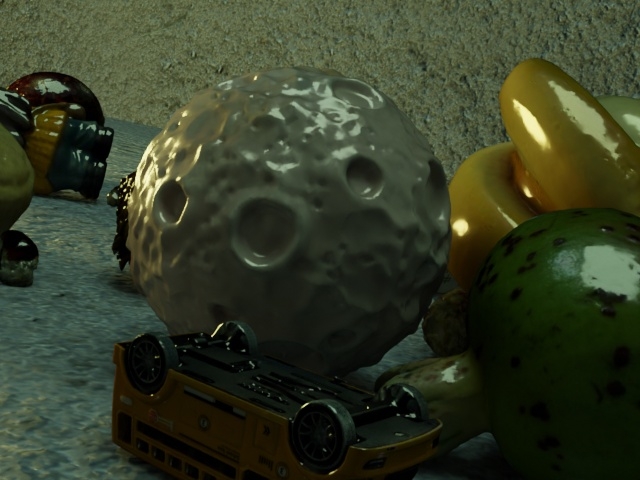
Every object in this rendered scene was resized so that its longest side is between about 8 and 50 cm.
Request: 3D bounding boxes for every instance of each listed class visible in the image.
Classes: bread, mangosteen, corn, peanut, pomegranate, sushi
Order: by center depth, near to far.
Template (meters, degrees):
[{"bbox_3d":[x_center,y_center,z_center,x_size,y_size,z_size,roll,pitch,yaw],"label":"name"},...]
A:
[{"bbox_3d":[0.158,0.085,0.635,0.248,0.202,0.202,-15,6,7],"label":"pomegranate"},{"bbox_3d":[0.323,0.019,0.862,0.424,0.245,0.329,31,11,13],"label":"bread"},{"bbox_3d":[-0.307,0.013,0.920,0.044,0.046,0.083,5,11,-32],"label":"sushi"},{"bbox_3d":[0.179,0.079,0.968,0.086,0.086,0.253,17,14,33],"label":"corn"},{"bbox_3d":[-0.393,-0.062,0.975,0.159,0.143,0.291,1,11,1],"label":"peanut"},{"bbox_3d":[-0.463,-0.186,1.616,0.192,0.192,0.217,2,36,-43],"label":"mangosteen"}]

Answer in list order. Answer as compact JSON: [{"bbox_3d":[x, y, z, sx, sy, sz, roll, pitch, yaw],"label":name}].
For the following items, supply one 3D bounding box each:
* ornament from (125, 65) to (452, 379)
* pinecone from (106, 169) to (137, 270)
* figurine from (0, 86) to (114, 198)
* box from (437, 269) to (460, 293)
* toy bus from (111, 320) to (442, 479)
[{"bbox_3d":[-0.022,-0.004,0.733,0.260,0.225,0.259,3,-34,2],"label":"ornament"},{"bbox_3d":[-0.144,-0.018,0.992,0.174,0.173,0.173,11,9,-2],"label":"pinecone"},{"bbox_3d":[-0.490,-0.167,1.419,0.332,0.185,0.204,10,-14,-2],"label":"figurine"},{"bbox_3d":[0.134,0.005,1.288,0.243,0.067,0.155,6,29,-31],"label":"box"},{"bbox_3d":[-0.031,0.108,0.528,0.195,0.088,0.083,15,10,38],"label":"toy bus"}]
